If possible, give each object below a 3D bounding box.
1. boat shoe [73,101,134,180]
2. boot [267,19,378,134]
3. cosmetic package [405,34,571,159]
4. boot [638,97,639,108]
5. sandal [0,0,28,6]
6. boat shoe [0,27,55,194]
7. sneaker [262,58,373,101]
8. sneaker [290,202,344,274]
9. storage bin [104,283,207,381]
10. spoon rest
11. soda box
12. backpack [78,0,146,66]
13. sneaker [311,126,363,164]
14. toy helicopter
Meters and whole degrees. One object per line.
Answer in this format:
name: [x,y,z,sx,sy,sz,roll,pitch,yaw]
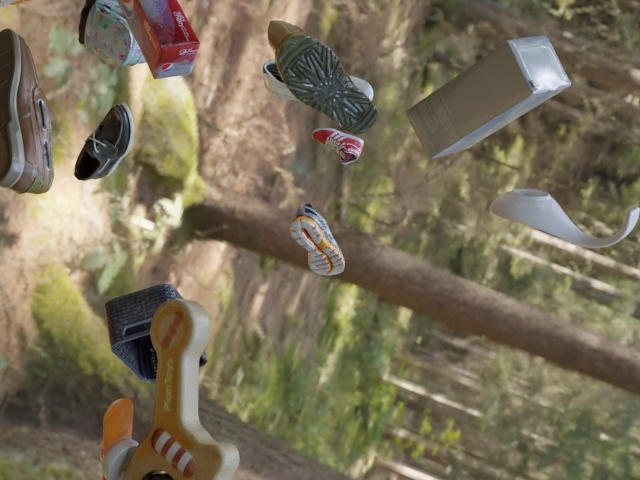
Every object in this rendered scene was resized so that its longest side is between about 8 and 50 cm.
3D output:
boat shoe: [-0.466,-0.206,2.133,0.079,0.084,0.233,-18,159,-42]
boot: [-0.034,-0.301,1.644,0.089,0.236,0.269,-41,-139,6]
cosmetic package: [0.271,-0.232,1.619,0.127,0.107,0.238,-18,167,-48]
boot: [0.695,-0.183,1.739,0.207,0.248,0.090,-110,-149,-54]
sandal: [-0.648,-0.533,2.025,0.076,0.265,0.102,44,33,-55]
boat shoe: [-0.528,-0.220,1.736,0.110,0.104,0.308,-21,-114,34]
sneaker: [-0.012,-0.346,2.207,0.091,0.258,0.094,54,47,-71]
sneaker: [0.000,0.000,2.262,0.215,0.084,0.083,62,22,-43]
storage bin: [-0.274,0.157,1.664,0.180,0.122,0.084,67,6,-61]
spoon rest: [0.450,-0.041,1.857,0.137,0.276,0.084,-19,115,-54]
soda box: [-0.332,-0.449,1.974,0.263,0.083,0.092,62,-33,26]
backpack: [-0.451,-0.455,2.205,0.115,0.182,0.152,-34,147,-49]
sneaker: [0.035,-0.210,2.203,0.042,0.118,0.067,105,-2,-49]
toy helicopter: [-0.204,0.255,1.304,0.140,0.234,0.355,12,78,-53]
